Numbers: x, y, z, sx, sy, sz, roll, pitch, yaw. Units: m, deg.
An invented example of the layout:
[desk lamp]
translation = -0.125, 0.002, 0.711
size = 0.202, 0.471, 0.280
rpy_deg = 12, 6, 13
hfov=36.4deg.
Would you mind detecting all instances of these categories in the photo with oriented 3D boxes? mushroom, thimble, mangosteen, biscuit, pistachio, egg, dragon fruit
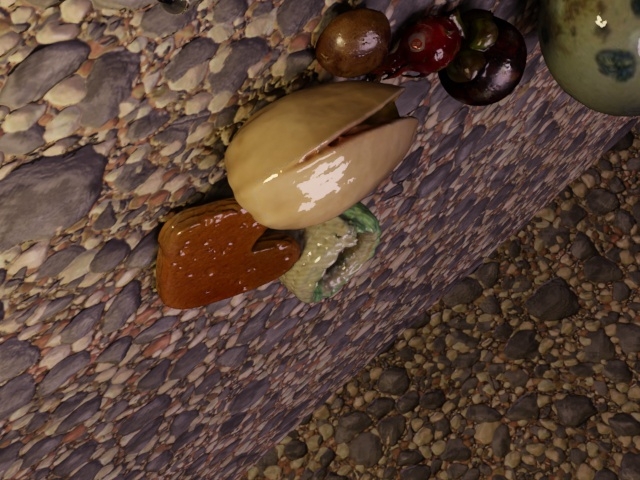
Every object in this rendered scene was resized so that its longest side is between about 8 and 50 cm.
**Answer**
[mushroom]
translation = 0.047, -0.291, 1.428
size = 0.127, 0.087, 0.127
rpy_deg = -18, 155, -9
[thimble]
translation = 0.000, 0.000, 1.809
size = 0.219, 0.150, 0.219
rpy_deg = -40, 162, -16
[mangosteen]
translation = 0.275, -0.319, 1.722
size = 0.184, 0.172, 0.172
rpy_deg = -14, 145, -49
[biscuit]
translation = -0.148, 0.008, 1.598
size = 0.262, 0.052, 0.277
rpy_deg = -21, 152, -21
[pistachio]
translation = 0.006, -0.137, 1.446
size = 0.318, 0.193, 0.214
rpy_deg = -32, -174, -16
[egg]
translation = 0.600, -0.418, 1.905
size = 0.345, 0.345, 0.428
rpy_deg = -52, 155, 20
[dragon fruit]
translation = 0.151, -0.302, 1.604
size = 0.190, 0.094, 0.094
rpy_deg = -33, 161, -1

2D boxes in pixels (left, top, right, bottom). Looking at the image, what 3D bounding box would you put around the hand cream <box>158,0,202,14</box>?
[hand cream]
translation = -0.098, -0.314, 1.121
size = 0.248, 0.052, 0.075
rpy_deg = -37, -177, -41
